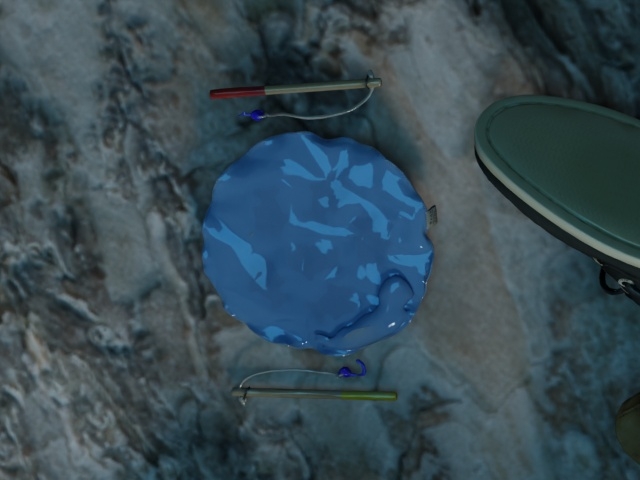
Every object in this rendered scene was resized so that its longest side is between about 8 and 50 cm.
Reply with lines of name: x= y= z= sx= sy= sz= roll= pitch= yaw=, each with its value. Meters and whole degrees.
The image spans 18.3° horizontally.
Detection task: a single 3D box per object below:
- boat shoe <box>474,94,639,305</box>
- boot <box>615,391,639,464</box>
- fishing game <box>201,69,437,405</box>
boat shoe: x=0.261 y=0.006 z=1.467 sx=0.340 sy=0.127 sz=0.113 roll=20 pitch=144 yaw=2
boot: x=0.381 y=0.133 z=1.415 sx=0.236 sy=0.089 sz=0.269 roll=35 pitch=143 yaw=-11
fishing game: x=0.000 y=0.000 z=1.557 sx=0.189 sy=0.041 sz=0.264 roll=-4 pitch=104 yaw=13
